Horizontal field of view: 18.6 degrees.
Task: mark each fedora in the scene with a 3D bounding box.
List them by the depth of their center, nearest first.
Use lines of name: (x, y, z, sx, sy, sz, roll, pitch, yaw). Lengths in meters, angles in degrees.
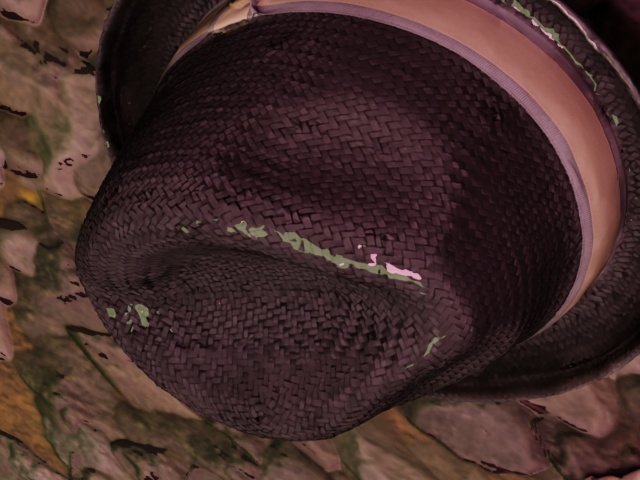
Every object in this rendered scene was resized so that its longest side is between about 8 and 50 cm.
fedora: (0.000, 0.000, 0.936, 0.334, 0.152, 0.334, 22, 138, 21)

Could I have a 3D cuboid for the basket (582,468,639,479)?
basket: (0.238, 0.296, 0.984, 0.328, 0.331, 0.266, -21, 111, 46)
